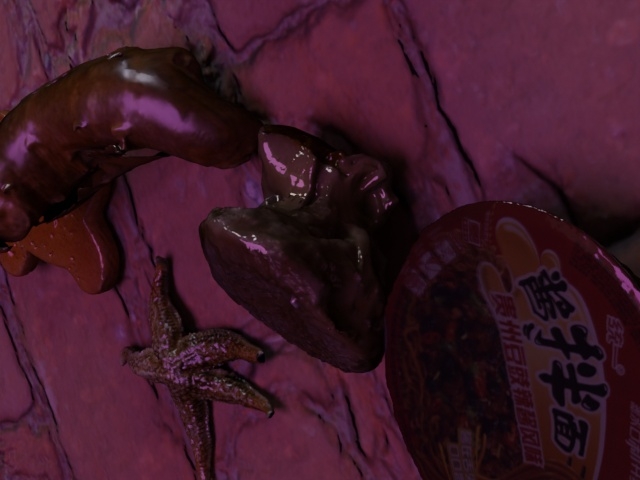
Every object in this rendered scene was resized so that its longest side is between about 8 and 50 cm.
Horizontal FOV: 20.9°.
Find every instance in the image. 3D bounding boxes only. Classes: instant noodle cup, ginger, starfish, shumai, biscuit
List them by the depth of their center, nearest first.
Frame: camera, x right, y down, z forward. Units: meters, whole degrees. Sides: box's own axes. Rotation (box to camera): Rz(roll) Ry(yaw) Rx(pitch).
[{"bbox_3d":[0.167,0.097,1.182,0.274,0.090,0.274,20,118,43],"label":"instant noodle cup"},{"bbox_3d":[0.000,0.000,1.303,0.161,0.209,0.153,17,72,33],"label":"shumai"},{"bbox_3d":[-0.189,-0.089,1.480,0.309,0.107,0.133,-23,57,34],"label":"ginger"},{"bbox_3d":[-0.118,0.121,1.550,0.223,0.050,0.217,6,115,52],"label":"starfish"},{"bbox_3d":[-0.280,-0.044,1.667,0.250,0.036,0.165,13,112,41],"label":"biscuit"}]
